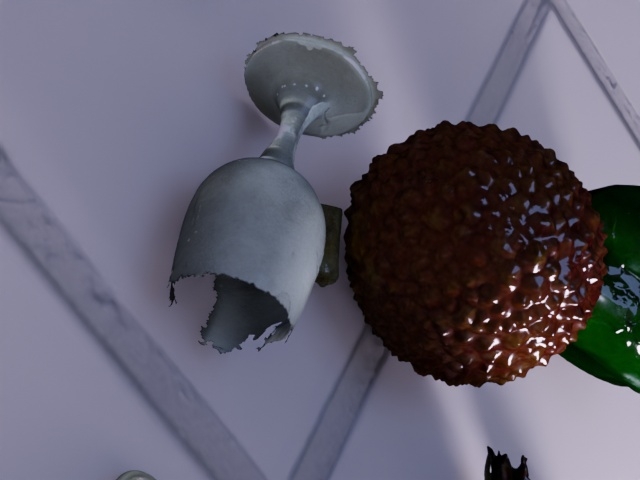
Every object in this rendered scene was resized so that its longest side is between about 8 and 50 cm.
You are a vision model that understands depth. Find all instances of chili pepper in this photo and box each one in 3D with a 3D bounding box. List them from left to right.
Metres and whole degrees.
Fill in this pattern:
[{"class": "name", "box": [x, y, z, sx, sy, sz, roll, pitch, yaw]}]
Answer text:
[{"class": "chili pepper", "box": [0.358, 0.054, 1.972, 0.257, 0.248, 0.233, 24, 68, -33]}]

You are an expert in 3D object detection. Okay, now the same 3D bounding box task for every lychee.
[{"class": "lychee", "box": [0.155, 0.014, 1.704, 0.276, 0.304, 0.275, 3, 80, -18]}]

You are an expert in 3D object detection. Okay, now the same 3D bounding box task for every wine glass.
[{"class": "wine glass", "box": [-0.045, -0.048, 1.571, 0.143, 0.143, 0.321, 48, 42, -28]}]

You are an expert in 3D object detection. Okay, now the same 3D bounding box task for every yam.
[{"class": "yam", "box": [0.000, 0.000, 1.687, 0.043, 0.043, 0.094, 33, 50, -40]}]

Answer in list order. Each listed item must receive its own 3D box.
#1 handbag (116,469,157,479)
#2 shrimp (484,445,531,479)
[{"class": "handbag", "box": [-0.113, 0.331, 1.342, 0.241, 0.109, 0.315, 28, 52, -50]}, {"class": "shrimp", "box": [0.173, 0.363, 1.739, 0.178, 0.075, 0.289, -1, 89, -50]}]
